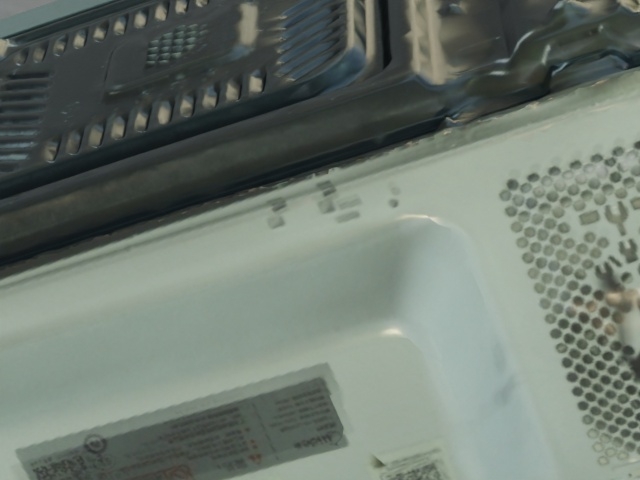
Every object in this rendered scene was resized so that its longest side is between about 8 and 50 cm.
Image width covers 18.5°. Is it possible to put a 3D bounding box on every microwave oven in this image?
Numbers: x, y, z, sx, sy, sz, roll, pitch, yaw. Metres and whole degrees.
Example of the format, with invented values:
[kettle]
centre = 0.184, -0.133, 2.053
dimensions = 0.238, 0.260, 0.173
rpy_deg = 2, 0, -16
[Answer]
[microwave oven]
centre = 0.000, 0.000, 0.460
dimensions = 0.162, 0.208, 0.122
rpy_deg = -88, 158, -60
